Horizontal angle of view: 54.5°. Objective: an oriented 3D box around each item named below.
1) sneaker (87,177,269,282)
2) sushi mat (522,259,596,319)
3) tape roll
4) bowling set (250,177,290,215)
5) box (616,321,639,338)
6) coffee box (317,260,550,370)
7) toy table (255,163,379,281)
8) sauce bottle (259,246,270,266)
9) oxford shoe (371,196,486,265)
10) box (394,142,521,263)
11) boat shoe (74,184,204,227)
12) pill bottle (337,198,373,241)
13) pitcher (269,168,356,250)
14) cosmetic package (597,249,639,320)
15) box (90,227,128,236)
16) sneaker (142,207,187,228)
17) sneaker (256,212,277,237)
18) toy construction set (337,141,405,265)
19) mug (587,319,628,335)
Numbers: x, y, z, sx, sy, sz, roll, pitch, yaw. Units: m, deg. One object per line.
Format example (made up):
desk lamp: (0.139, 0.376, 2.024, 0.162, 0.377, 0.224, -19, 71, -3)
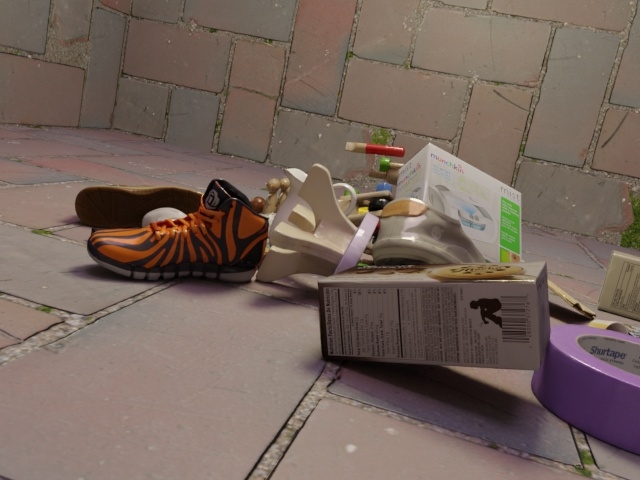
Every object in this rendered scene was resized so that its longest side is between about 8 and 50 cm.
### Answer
sneaker: (-0.240, -0.030, 1.107, 0.321, 0.180, 0.124, 3, 31, -34)
sushi mat: (0.517, 0.077, 1.501, 0.151, 0.019, 0.316, 26, 15, -48)
tape roll: (0.455, 0.213, 0.901, 0.274, 0.090, 0.275, 10, 12, -2)
bowling set: (-0.120, -0.137, 1.887, 0.199, 0.154, 0.287, 14, 11, 11)
box: (0.685, 0.212, 1.299, 0.093, 0.027, 0.137, 13, 11, 1)
coffee box: (0.163, 0.100, 0.889, 0.297, 0.119, 0.168, -2, 6, 25)
toy table: (0.000, 0.000, 1.188, 0.160, 0.252, 0.274, 29, 3, 1)
sauce bottle: (-0.128, 0.028, 1.344, 0.042, 0.042, 0.128, 7, 14, -21)
oxford shoe: (0.237, 0.038, 1.158, 0.169, 0.130, 0.449, -6, -22, 32)
box: (0.293, -0.041, 1.339, 0.261, 0.231, 0.127, 25, -35, -18)
boat shoe: (-0.369, -0.073, 1.418, 0.341, 0.123, 0.123, 4, 13, -6)
pill bottle: (0.042, -0.058, 1.755, 0.214, 0.117, 0.117, 8, 11, -15)
pitcher: (-0.019, -0.040, 1.364, 0.177, 0.207, 0.125, 16, 12, 21)
cosmetic package: (0.868, 0.135, 1.558, 0.296, 0.153, 0.129, 18, 11, 21)
box: (-0.371, 0.010, 1.220, 0.116, 0.029, 0.162, 3, 13, -37)
sneaker: (-0.303, -0.010, 1.286, 0.212, 0.080, 0.094, 19, 22, 25)
sneaker: (-0.062, -0.059, 1.647, 0.290, 0.123, 0.106, 11, 13, 2)
toy construction set: (0.064, -0.079, 1.482, 0.237, 0.309, 0.257, 9, 2, 11)
mug: (0.556, 0.183, 1.234, 0.078, 0.062, 0.064, 15, 2, -17)
